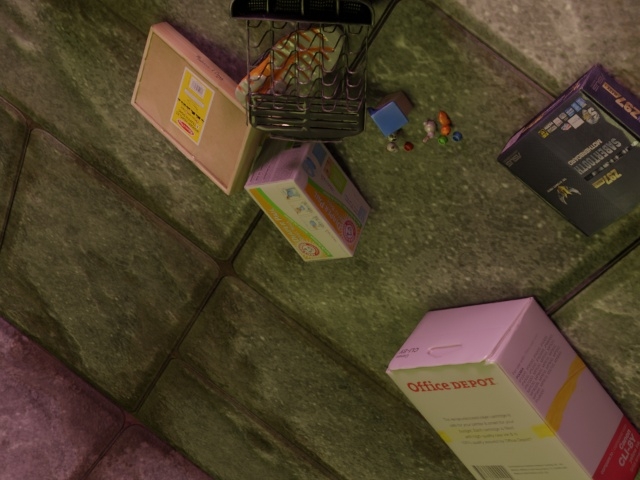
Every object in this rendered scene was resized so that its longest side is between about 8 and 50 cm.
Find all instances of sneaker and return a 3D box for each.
[{"bbox_3d":[-0.046,-0.281,2.048,0.215,0.083,0.084,-27,116,37],"label":"sneaker"}]

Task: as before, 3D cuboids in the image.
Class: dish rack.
[{"bbox_3d":[-0.023,-0.254,1.960,0.208,0.074,0.272,5,127,5],"label":"dish rack"}]

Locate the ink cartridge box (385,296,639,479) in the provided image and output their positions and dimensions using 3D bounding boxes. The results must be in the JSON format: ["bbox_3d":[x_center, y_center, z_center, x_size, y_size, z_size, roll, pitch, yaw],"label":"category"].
[{"bbox_3d":[0.345,0.295,2.321,0.279,0.160,0.385,-13,123,51],"label":"ink cartridge box"}]

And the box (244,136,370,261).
[{"bbox_3d":[-0.018,-0.070,2.219,0.103,0.114,0.203,-7,138,35],"label":"box"}]

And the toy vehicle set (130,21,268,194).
[{"bbox_3d":[-0.205,-0.220,2.203,0.267,0.035,0.166,43,132,23],"label":"toy vehicle set"}]

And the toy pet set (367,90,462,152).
[{"bbox_3d":[0.131,-0.168,2.024,0.122,0.065,0.114,-10,125,50],"label":"toy pet set"}]

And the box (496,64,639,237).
[{"bbox_3d":[0.379,-0.118,1.847,0.183,0.059,0.232,39,149,-5],"label":"box"}]

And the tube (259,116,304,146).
[{"bbox_3d":[-0.112,-0.195,2.245,0.240,0.062,0.070,22,-172,14],"label":"tube"}]
